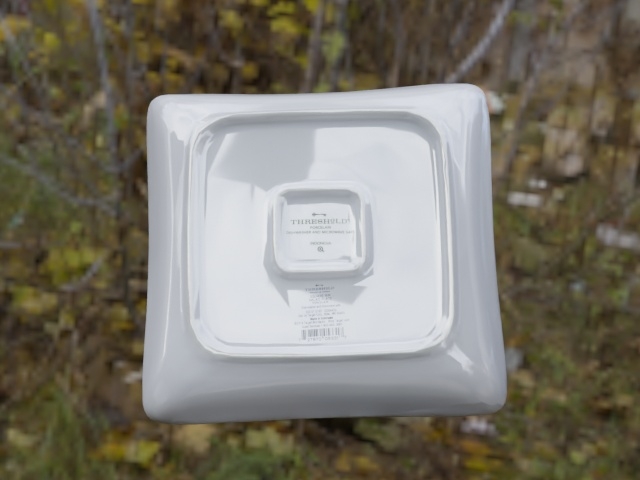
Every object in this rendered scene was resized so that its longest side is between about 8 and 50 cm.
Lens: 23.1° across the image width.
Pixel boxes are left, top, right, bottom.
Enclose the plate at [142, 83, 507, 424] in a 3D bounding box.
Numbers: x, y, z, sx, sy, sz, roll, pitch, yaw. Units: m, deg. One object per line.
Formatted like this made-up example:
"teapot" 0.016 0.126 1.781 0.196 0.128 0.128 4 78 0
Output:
"plate" 0.000 0.000 1.208 0.277 0.278 0.045 -1 -21 0
